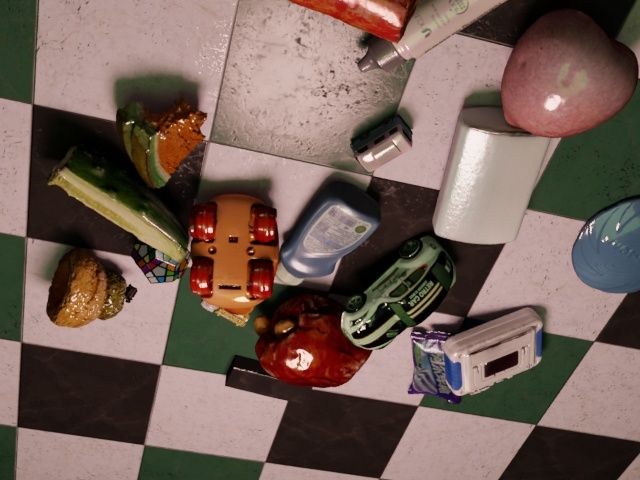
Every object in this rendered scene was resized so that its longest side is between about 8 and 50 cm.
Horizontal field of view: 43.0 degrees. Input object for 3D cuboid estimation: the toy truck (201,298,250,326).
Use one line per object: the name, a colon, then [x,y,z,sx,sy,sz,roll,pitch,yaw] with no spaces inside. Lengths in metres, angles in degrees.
toy truck: [-0.226,0.155,1.934,0.123,0.063,0.052,32,123,-25]

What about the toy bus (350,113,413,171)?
toy bus: [0.124,-0.190,1.647,0.123,0.075,0.060,-30,125,21]

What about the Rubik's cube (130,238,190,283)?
Rubik's cube: [-0.351,0.034,1.799,0.133,0.133,0.112,-5,102,3]

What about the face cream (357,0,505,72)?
face cream: [0.197,-0.396,1.469,0.311,0.092,0.092,-29,125,21]

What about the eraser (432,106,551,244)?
eraser: [0.352,-0.130,1.685,0.189,0.104,0.290,2,130,-8]

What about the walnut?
walnut: [-0.022,0.249,1.939,0.269,0.222,0.244,32,155,-34]

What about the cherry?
cherry: [0.446,-0.287,1.482,0.239,0.206,0.239,-13,123,-21]

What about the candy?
candy: [0.299,0.328,2.091,0.145,0.070,0.275,3,132,7]

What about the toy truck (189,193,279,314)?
toy truck: [-0.181,0.034,1.778,0.189,0.239,0.265,3,88,2]

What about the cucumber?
cucumber: [-0.391,-0.080,1.678,0.325,0.105,0.145,37,149,-17]

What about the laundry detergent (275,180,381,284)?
laundry detergent: [0.000,0.000,1.799,0.143,0.094,0.290,26,128,-25]

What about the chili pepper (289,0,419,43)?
chili pepper: [0.056,-0.466,1.297,0.305,0.251,0.229,22,132,-12]

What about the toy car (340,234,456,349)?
toy car: [0.187,0.131,1.830,0.306,0.125,0.136,-44,123,-5]

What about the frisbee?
frisbee: [0.721,0.024,1.856,0.289,0.049,0.289,-1,130,-1]

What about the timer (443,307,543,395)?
timer: [0.430,0.279,1.999,0.253,0.078,0.178,-21,129,-10]

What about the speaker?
speaker: [-0.133,0.364,2.123,0.218,0.044,0.082,16,127,-14]

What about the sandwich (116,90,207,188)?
sandwich: [-0.309,-0.205,1.613,0.160,0.109,0.185,-28,155,-18]

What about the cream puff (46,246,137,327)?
cream puff: [-0.510,0.118,1.842,0.169,0.183,0.183,18,128,-31]
